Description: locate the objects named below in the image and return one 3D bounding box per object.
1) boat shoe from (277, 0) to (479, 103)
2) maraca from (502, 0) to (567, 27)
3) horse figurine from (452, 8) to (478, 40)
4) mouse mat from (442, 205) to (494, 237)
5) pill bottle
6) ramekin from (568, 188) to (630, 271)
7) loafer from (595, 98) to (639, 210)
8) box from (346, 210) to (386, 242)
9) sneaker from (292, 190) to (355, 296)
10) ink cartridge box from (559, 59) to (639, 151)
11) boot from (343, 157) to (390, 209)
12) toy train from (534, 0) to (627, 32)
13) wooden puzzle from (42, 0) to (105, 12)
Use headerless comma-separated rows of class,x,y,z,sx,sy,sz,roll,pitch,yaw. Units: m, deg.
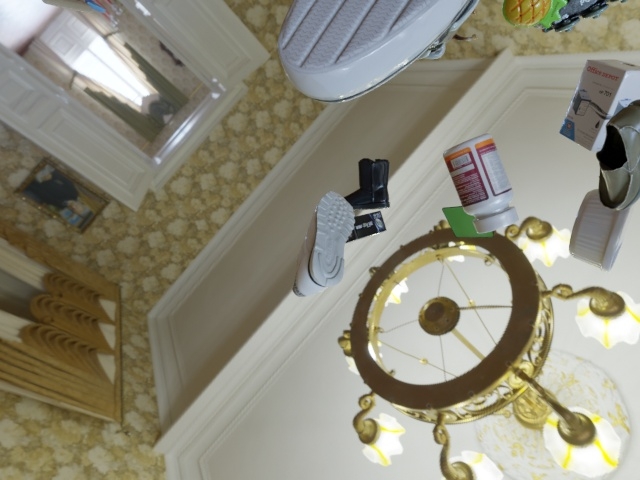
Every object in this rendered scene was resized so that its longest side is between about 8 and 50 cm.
boat shoe,0.097,-0.225,0.375,0.121,0.119,0.335,33,-107,25
maraca,0.654,-0.721,1.259,0.099,0.186,0.127,-80,180,-53
horse figurine,0.319,-0.600,1.045,0.175,0.066,0.262,8,-84,43
mouse mat,0.574,-0.072,1.603,0.007,0.152,0.190,-41,-161,-25
pill bottle,0.393,-0.136,1.002,0.121,0.221,0.121,-21,-178,1
ramekin,0.902,-0.043,1.321,0.127,0.273,0.272,19,-109,37
loafer,0.606,-0.161,0.844,0.088,0.251,0.094,-22,-142,-1
box,0.113,-0.036,1.448,0.180,0.148,0.077,-19,-93,52
sneaker,0.000,0.000,0.796,0.095,0.090,0.235,-39,-155,46
ink cartridge box,0.697,-0.333,1.013,0.082,0.190,0.139,-2,-146,-6
boot,0.167,-0.227,1.686,0.247,0.094,0.206,-3,-90,17
toy train,0.891,-0.821,1.387,0.334,0.142,0.190,-24,-159,18
wooden puzzle,-0.329,-0.306,0.496,0.014,0.079,0.116,-54,179,28
